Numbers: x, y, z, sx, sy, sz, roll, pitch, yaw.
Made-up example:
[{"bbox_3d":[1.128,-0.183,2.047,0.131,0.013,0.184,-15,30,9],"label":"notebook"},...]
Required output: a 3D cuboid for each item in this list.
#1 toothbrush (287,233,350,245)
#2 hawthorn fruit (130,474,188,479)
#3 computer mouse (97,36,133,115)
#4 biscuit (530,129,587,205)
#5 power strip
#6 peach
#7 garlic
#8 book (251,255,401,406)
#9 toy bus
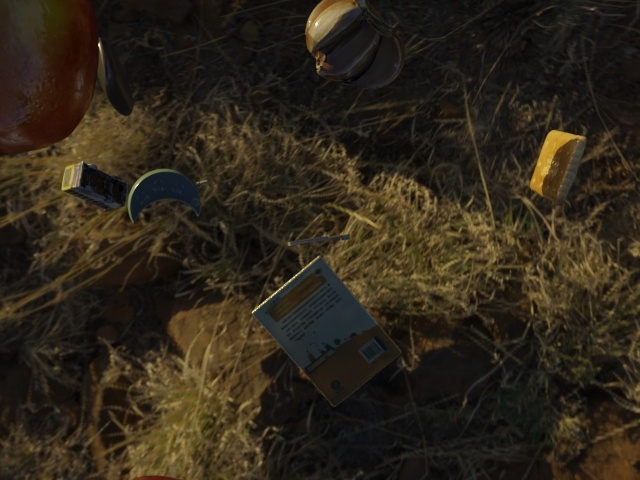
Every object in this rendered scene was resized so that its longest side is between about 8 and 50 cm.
[{"bbox_3d":[0.000,-0.002,1.934,0.014,0.194,0.017,-3,93,57],"label":"toothbrush"},{"bbox_3d":[-0.361,0.679,1.625,0.324,0.308,0.308,10,109,21],"label":"hawthorn fruit"},{"bbox_3d":[-0.486,-0.377,1.700,0.057,0.232,0.120,-15,75,-6],"label":"computer mouse"},{"bbox_3d":[0.544,-0.174,1.685,0.030,0.250,0.160,17,103,-1],"label":"biscuit"},{"bbox_3d":[-0.394,-0.119,1.896,0.215,0.044,0.137,-10,105,-17],"label":"power strip"},{"bbox_3d":[-0.567,-0.351,1.367,0.242,0.306,0.381,7,129,13],"label":"peach"},{"bbox_3d":[0.072,-0.437,1.596,0.214,0.160,0.191,34,117,-32],"label":"garlic"},{"bbox_3d":[0.015,0.210,1.667,0.208,0.020,0.295,-39,95,7],"label":"book"},{"bbox_3d":[-0.384,-0.090,1.241,0.058,0.102,0.052,-8,68,31],"label":"toy bus"}]
